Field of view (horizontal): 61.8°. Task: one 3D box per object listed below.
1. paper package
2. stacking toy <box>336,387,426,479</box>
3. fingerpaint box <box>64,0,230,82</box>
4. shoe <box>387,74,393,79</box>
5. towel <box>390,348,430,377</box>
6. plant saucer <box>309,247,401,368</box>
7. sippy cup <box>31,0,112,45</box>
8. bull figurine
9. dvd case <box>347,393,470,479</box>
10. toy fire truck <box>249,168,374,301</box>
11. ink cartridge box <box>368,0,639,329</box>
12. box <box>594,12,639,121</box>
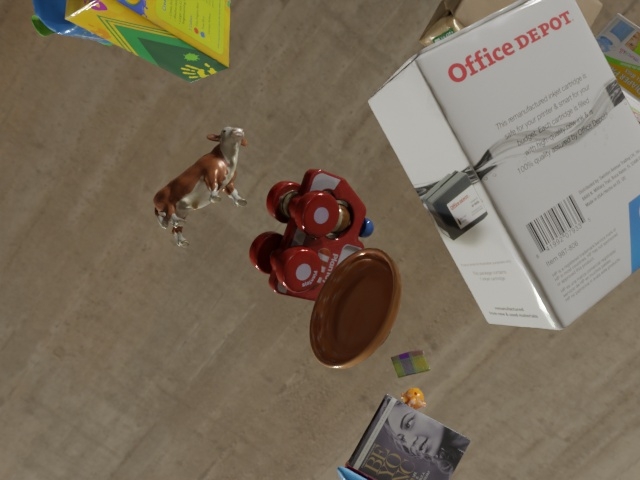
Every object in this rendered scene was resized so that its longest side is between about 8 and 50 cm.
[{"bbox_3d":[0.461,-0.525,1.295,0.309,0.325,0.168,-60,-164,-10],"label":"paper package"},{"bbox_3d":[0.181,0.502,1.331,0.302,0.175,0.165,-58,154,-26],"label":"stacking toy"},{"bbox_3d":[-0.406,-0.682,1.328,0.163,0.371,0.444,-8,-102,33],"label":"fingerpaint box"},{"bbox_3d":[0.246,-0.359,1.356,0.081,0.178,0.063,-32,-174,23],"label":"shoe"},{"bbox_3d":[0.217,0.296,1.286,0.009,0.083,0.060,85,-9,-49],"label":"towel"},{"bbox_3d":[0.058,0.108,0.841,0.200,0.037,0.200,-38,-144,35],"label":"plant saucer"},{"bbox_3d":[-0.645,-0.653,1.458,0.305,0.240,0.224,-55,180,27],"label":"sippy cup"},{"bbox_3d":[-0.273,-0.130,1.265,0.310,0.101,0.188,-37,-130,19],"label":"bull figurine"},{"bbox_3d":[0.189,0.442,1.120,0.164,0.221,0.018,-60,-168,-4],"label":"dvd case"},{"bbox_3d":[0.000,0.000,1.234,0.169,0.254,0.302,24,-84,53],"label":"toy fire truck"},{"bbox_3d":[0.296,-0.116,0.774,0.285,0.395,0.166,-31,-176,-19],"label":"ink cartridge box"},{"bbox_3d":[0.632,-0.336,1.076,0.114,0.203,0.103,-49,161,14],"label":"box"}]
